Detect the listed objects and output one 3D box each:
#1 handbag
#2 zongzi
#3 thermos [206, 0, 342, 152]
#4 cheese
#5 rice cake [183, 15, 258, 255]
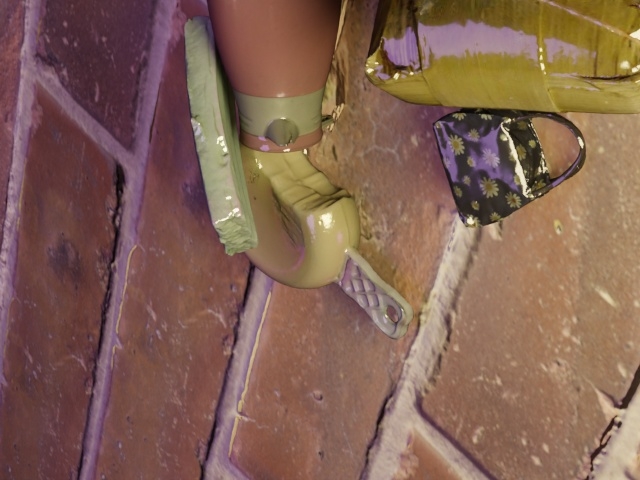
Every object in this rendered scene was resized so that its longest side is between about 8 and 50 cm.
[{"bbox_3d":[0.190,-0.080,1.500,0.139,0.072,0.115,-11,99,39],"label":"handbag"},{"bbox_3d":[0.189,-0.257,1.377,0.273,0.145,0.300,5,77,25],"label":"zongzi"},{"bbox_3d":[-0.046,-0.227,1.643,0.176,0.145,0.265,-94,2,-62],"label":"thermos"},{"bbox_3d":[0.000,0.000,1.759,0.286,0.082,0.163,41,138,25],"label":"cheese"},{"bbox_3d":[-0.108,-0.110,1.691,0.127,0.043,0.237,70,-171,-70],"label":"rice cake"}]
